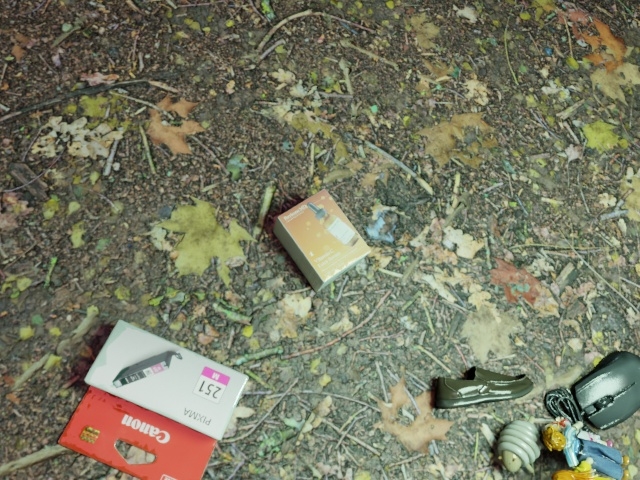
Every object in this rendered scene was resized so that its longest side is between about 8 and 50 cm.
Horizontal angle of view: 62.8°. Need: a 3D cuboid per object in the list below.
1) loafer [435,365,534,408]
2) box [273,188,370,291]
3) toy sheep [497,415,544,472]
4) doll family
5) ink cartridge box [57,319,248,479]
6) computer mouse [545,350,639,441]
[{"bbox_3d":[0.345,0.302,1.105,0.220,0.080,0.078,-5,73,-13],"label":"loafer"},{"bbox_3d":[0.000,0.000,1.130,0.130,0.091,0.170,-34,81,-20],"label":"box"},{"bbox_3d":[0.413,0.418,1.080,0.091,0.091,0.132,41,54,4],"label":"toy sheep"},{"bbox_3d":[0.504,0.431,0.997,0.163,0.118,0.263,20,40,3],"label":"doll family"},{"bbox_3d":[-0.309,0.313,0.976,0.275,0.060,0.239,25,67,-3],"label":"ink cartridge box"},{"bbox_3d":[0.651,0.346,1.159,0.272,0.072,0.188,-33,80,-20],"label":"computer mouse"}]
